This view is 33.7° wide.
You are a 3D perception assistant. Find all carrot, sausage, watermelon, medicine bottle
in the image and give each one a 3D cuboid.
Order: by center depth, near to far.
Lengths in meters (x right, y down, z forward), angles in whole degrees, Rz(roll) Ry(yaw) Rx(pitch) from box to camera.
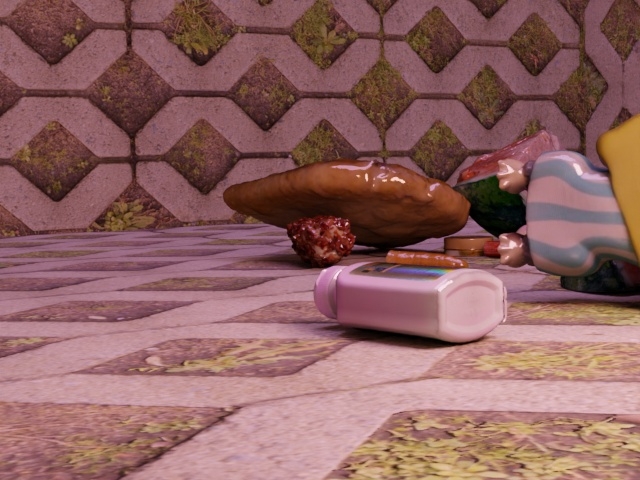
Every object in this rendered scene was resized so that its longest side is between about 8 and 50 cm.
[{"bbox_3d":[0.085,0.064,1.162,0.115,0.078,0.219,-7,7,-42],"label":"medicine bottle"},{"bbox_3d":[0.449,0.014,1.517,0.202,0.136,0.207,-7,18,4],"label":"watermelon"},{"bbox_3d":[0.179,0.042,1.737,0.139,0.048,0.048,3,5,26],"label":"carrot"},{"bbox_3d":[0.378,0.019,2.051,0.129,0.034,0.034,3,6,44],"label":"sausage"},{"bbox_3d":[0.421,-0.074,2.232,0.222,0.292,0.319,-20,23,34],"label":"watermelon"}]

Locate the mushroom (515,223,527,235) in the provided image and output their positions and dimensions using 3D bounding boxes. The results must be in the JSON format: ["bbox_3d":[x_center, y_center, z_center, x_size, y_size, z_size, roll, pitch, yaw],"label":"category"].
[{"bbox_3d":[0.401,0.006,1.969,0.083,0.083,0.067,-1,-40,16],"label":"mushroom"}]

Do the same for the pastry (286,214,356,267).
[{"bbox_3d":[0.002,-0.001,2.012,0.115,0.097,0.208,-23,7,-14],"label":"pastry"}]

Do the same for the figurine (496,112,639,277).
[{"bbox_3d":[0.478,-0.035,1.417,0.361,0.266,0.377,-1,-5,33],"label":"figurine"}]

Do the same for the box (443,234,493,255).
[{"bbox_3d":[0.305,0.011,2.171,0.105,0.037,0.105,-2,5,0],"label":"box"}]

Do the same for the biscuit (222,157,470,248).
[{"bbox_3d":[0.089,-0.062,2.176,0.429,0.104,0.446,18,-17,-34],"label":"biscuit"}]
